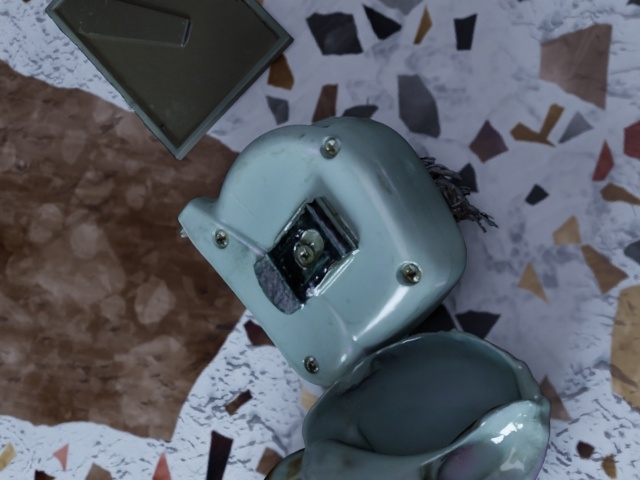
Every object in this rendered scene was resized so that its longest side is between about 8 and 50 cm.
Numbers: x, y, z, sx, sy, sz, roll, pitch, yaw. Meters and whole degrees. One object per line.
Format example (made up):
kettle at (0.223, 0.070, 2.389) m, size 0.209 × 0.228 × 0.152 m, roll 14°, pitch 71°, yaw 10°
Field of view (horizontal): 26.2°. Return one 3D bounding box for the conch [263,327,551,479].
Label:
conch at (0.053, 0.243, 1.262) m, size 0.368 × 0.197 × 0.249 m, roll -20°, pitch 62°, yaw 11°

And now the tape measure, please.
tape measure at (0.000, 0.001, 1.319) m, size 0.243 × 0.125 × 0.246 m, roll 50°, pitch 126°, yaw 16°

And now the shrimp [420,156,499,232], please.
shrimp at (0.108, -0.051, 1.343) m, size 0.165 × 0.065 × 0.056 m, roll 22°, pitch 54°, yaw 32°

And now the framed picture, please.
framed picture at (-0.169, -0.235, 1.494) m, size 0.184 × 0.016 × 0.250 m, roll -47°, pitch 71°, yaw 9°
